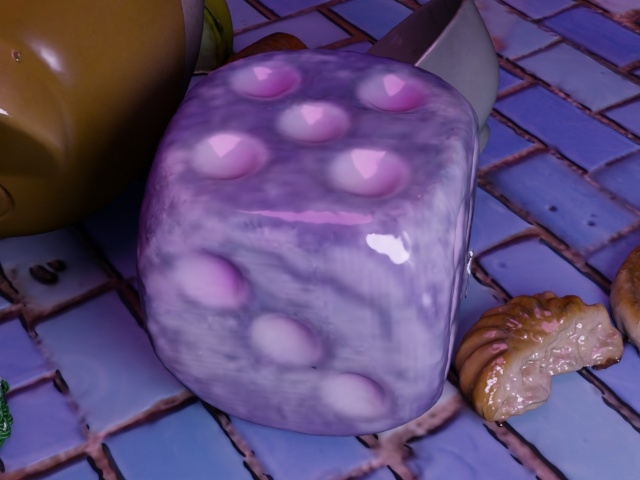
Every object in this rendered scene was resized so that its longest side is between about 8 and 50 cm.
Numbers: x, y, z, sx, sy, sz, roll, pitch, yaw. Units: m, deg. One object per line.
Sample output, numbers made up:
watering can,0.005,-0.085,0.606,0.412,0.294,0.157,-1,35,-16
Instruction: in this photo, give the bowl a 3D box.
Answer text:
bowl,0.103,-0.139,1.142,0.289,0.146,0.289,-42,16,15

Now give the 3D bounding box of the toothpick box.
toothpick box,-0.345,-0.218,1.078,0.408,0.409,0.425,5,53,9

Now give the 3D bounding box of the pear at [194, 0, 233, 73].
pear,-0.275,-0.371,1.454,0.286,0.176,0.282,-4,38,-3

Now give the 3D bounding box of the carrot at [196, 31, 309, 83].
carrot,-0.092,-0.156,1.223,0.138,0.139,0.302,9,29,13

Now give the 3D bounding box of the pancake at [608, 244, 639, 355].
pancake,0.437,0.058,1.007,0.282,0.049,0.282,-4,42,3

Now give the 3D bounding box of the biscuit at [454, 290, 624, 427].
biscuit,0.200,0.099,0.961,0.183,0.061,0.118,-27,45,-26

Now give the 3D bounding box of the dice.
dice,0.000,0.000,0.922,0.271,0.270,0.270,7,42,11

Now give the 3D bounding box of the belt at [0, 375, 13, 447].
belt,-0.358,0.159,0.901,0.151,0.079,0.121,-18,42,-18
